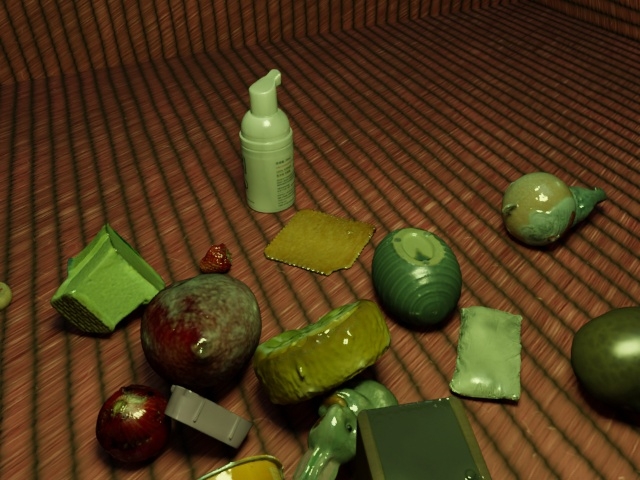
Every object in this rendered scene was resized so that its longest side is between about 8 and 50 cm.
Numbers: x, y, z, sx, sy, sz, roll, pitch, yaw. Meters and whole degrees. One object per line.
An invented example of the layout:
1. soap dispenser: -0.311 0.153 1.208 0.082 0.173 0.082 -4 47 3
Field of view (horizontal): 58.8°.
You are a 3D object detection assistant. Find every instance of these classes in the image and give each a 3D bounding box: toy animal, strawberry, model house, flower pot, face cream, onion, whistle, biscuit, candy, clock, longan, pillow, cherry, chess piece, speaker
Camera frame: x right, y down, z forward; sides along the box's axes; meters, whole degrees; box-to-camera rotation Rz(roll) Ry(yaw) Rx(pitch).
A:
1. toy animal: 0.040 0.309 0.914 0.127 0.125 0.251 -17 3 28
2. strawberry: -0.254 0.047 1.370 0.083 0.073 0.073 -19 39 0
3. model house: -0.475 0.101 1.257 0.189 0.195 0.214 -41 32 -8
4. flower pot: 0.209 0.073 1.242 0.190 0.157 0.243 -10 37 -8
5. face cream: -0.145 -0.264 1.516 0.146 0.369 0.145 -1 37 1
6. onion: -0.323 0.316 0.985 0.131 0.131 0.131 -1 38 1
7. whistle: 0.597 -0.076 1.425 0.348 0.189 0.189 -5 36 -26
8. biscuit: 0.000 0.000 1.461 0.232 0.013 0.237 16 42 21
9. candy: 0.004 0.197 1.033 0.260 0.118 0.260 -28 2 1
10. clock: -0.201 0.305 0.985 0.110 0.153 0.050 -11 48 56
11. longan: 0.565 0.216 1.020 0.213 0.198 0.198 -7 35 19
12. pillow: 0.334 0.219 1.133 0.128 0.050 0.229 7 41 16
13. cherry: -0.226 0.173 1.080 0.230 0.202 0.300 -4 12 -9
14. chess piece: -0.754 0.132 1.303 0.084 0.038 0.083 -1 36 1
15. speaker: 0.137 0.366 0.804 0.153 0.230 0.192 -7 38 -7

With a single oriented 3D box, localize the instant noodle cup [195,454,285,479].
1. instant noodle cup: -0.111 0.427 0.771 0.216 0.215 0.172 -20 50 -22
